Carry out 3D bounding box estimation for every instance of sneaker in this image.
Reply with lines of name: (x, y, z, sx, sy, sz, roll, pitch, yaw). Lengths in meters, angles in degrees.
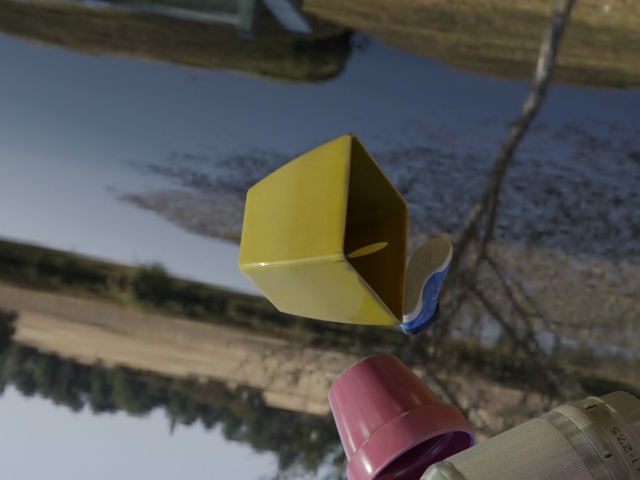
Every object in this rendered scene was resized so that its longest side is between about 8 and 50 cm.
sneaker: (0.160, 0.074, 2.023, 0.058, 0.152, 0.084, 16, 153, 25)

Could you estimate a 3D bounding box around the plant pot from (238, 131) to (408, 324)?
plant pot: (0.000, 0.000, 1.945, 0.187, 0.212, 0.212, -11, 145, 25)

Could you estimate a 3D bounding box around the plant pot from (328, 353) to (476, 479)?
plant pot: (0.109, 0.282, 2.039, 0.201, 0.201, 0.180, 15, -146, -49)

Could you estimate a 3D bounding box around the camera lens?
camera lens: (0.261, 0.314, 1.508, 0.274, 0.219, 0.219, -23, -179, -11)
